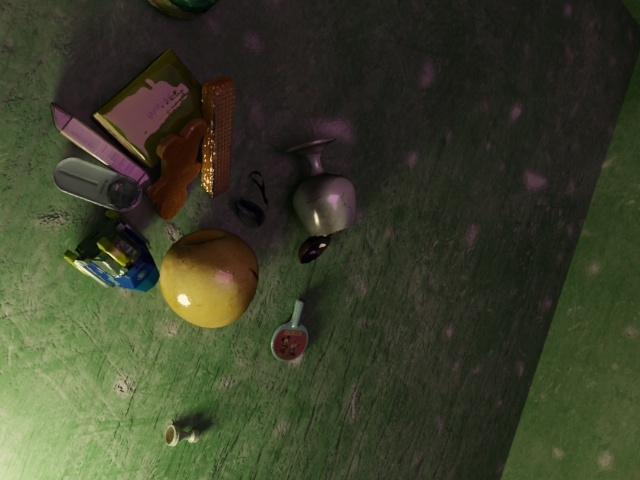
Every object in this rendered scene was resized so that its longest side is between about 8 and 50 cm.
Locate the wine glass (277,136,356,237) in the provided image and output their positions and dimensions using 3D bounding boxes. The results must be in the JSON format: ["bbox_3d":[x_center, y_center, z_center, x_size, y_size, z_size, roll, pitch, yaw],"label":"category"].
[{"bbox_3d":[-0.002,-0.183,1.718,0.238,0.238,0.323,-20,98,-29],"label":"wine glass"}]

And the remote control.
[{"bbox_3d":[-0.616,-0.152,1.373,0.247,0.052,0.104,21,77,-2],"label":"remote control"}]

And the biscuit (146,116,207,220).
[{"bbox_3d":[-0.427,-0.194,1.436,0.047,0.339,0.216,34,47,9],"label":"biscuit"}]

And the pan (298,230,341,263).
[{"bbox_3d":[-0.001,0.008,1.815,0.202,0.128,0.048,-30,68,-22],"label":"pan"}]

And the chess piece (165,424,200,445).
[{"bbox_3d":[-0.455,0.648,1.641,0.103,0.067,0.067,22,85,-42],"label":"chess piece"}]

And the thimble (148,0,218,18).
[{"bbox_3d":[-0.407,-0.791,1.408,0.254,0.167,0.288,-52,120,-17],"label":"thimble"}]

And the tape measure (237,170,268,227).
[{"bbox_3d":[-0.212,-0.136,1.675,0.104,0.107,0.179,16,64,4],"label":"tape measure"}]

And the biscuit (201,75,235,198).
[{"bbox_3d":[-0.310,-0.304,1.490,0.094,0.054,0.378,-39,151,-42],"label":"biscuit"}]

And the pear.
[{"bbox_3d":[-0.336,0.117,1.509,0.309,0.309,0.309,-5,99,-32],"label":"pear"}]

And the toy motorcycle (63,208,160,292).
[{"bbox_3d":[-0.544,0.048,1.343,0.191,0.326,0.200,-50,121,-16],"label":"toy motorcycle"}]

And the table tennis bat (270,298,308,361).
[{"bbox_3d":[-0.103,0.334,1.837,0.153,0.040,0.244,14,94,-32],"label":"table tennis bat"}]

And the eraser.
[{"bbox_3d":[-0.613,-0.250,1.398,0.352,0.089,0.061,40,78,-29],"label":"eraser"}]

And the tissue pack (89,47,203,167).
[{"bbox_3d":[-0.477,-0.374,1.419,0.274,0.167,0.200,-51,121,-17],"label":"tissue pack"}]
